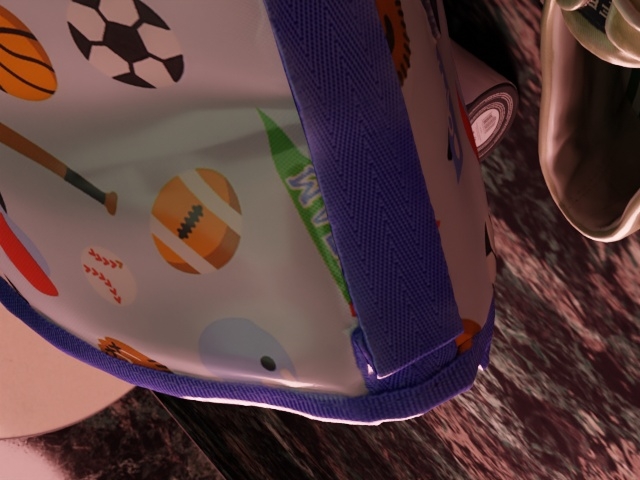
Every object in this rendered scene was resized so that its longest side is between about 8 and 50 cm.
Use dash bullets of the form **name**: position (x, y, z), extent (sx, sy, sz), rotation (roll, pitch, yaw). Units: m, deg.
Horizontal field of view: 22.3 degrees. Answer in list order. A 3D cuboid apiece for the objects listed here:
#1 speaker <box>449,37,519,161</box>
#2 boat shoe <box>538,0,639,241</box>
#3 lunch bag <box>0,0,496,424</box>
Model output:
- **speaker**: position (0.036, -0.095, 0.842), extent (0.136, 0.055, 0.055), rotation (40, 163, 28)
- **boat shoe**: position (0.124, -0.092, 0.523), extent (0.109, 0.094, 0.302), rotation (41, 163, 28)
- **lunch bag**: position (-0.081, -0.126, 0.691), extent (0.385, 0.239, 0.327), rotation (32, 147, 54)
